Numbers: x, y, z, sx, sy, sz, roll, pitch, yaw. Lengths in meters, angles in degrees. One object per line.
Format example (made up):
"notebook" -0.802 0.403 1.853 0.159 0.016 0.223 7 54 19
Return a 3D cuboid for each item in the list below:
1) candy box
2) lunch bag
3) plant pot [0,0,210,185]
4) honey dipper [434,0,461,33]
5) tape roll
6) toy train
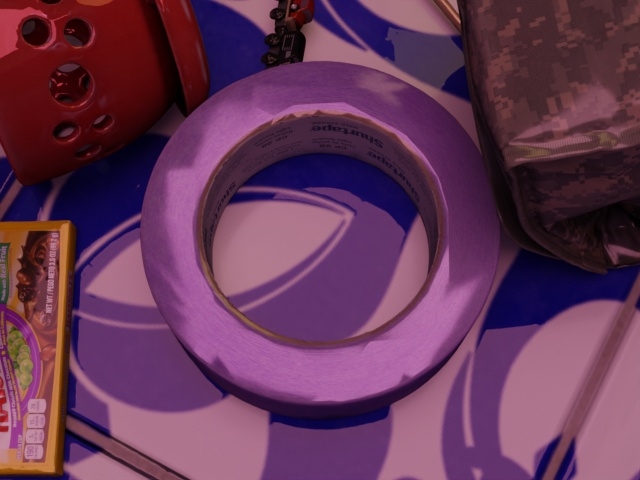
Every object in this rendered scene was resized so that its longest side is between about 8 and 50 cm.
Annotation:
"candy box" -0.255 0.085 0.895 0.105 0.027 0.206 -2 74 3
"lunch bag" 0.193 -0.120 0.827 0.169 0.287 0.235 -12 69 12
"plant pot" -0.189 -0.158 0.882 0.174 0.191 0.191 -21 75 -8
"honey dipper" 0.101 -0.220 0.983 0.030 0.030 0.160 -37 79 -10
"tape roll" 0.000 0.000 0.887 0.275 0.090 0.274 0 73 0
"toy train" -0.022 -0.199 0.955 0.036 0.027 0.158 -2 55 14
